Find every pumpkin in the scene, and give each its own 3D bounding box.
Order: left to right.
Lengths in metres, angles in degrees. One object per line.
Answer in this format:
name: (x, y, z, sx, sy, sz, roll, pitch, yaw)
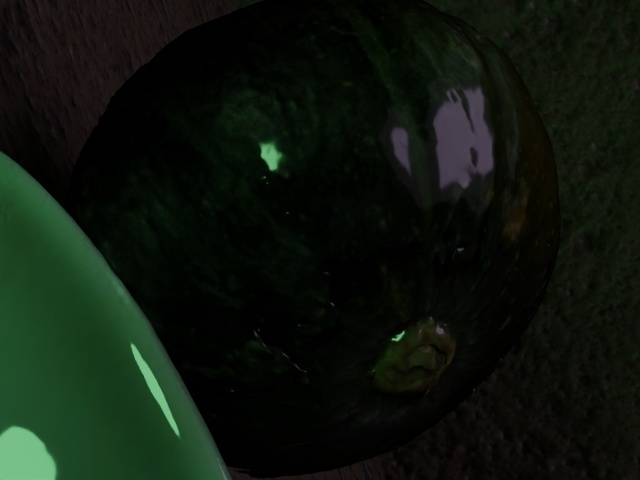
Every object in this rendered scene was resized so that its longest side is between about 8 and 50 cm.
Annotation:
pumpkin: (0.000, 0.000, 1.381, 0.344, 0.454, 0.454, 62, 0, 35)

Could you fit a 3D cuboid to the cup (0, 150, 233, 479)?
cup: (-0.151, 0.151, 0.521, 0.347, 0.163, 0.347, 35, -45, 45)
